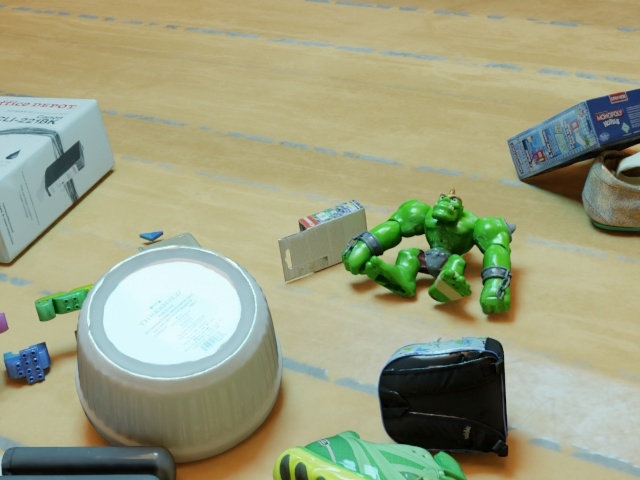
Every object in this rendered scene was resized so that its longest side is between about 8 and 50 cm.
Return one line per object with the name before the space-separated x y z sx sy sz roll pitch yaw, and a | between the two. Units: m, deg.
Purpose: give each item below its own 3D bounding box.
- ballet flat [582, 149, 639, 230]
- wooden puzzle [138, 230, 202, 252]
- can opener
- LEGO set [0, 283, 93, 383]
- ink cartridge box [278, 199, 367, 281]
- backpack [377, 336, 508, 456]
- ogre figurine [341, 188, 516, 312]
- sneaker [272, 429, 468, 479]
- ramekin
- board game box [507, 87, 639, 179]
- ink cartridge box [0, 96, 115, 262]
ballet flat | 0.459 -0.060 1.268 0.316 0.106 0.107 1 32 15
wooden puzzle | -0.183 0.017 1.390 0.078 0.014 0.116 -12 31 -15
can opener | -0.278 0.204 1.016 0.283 0.095 0.076 -3 32 10
LEGO set | -0.268 0.101 1.193 0.227 0.087 0.093 -16 17 -13
ink cartridge box | 0.000 0.000 1.321 0.115 0.063 0.029 -20 34 -19
backpack | 0.113 0.141 1.025 0.114 0.105 0.084 -3 9 10
ogre figurine | 0.132 0.010 1.252 0.197 0.097 0.118 -1 46 41
sneaker | 0.098 0.221 0.878 0.295 0.109 0.123 24 36 33
ramekin | -0.140 0.099 1.087 0.207 0.109 0.207 1 48 -1
board game box | 0.338 -0.135 1.397 0.194 0.060 0.194 -15 -3 -33
ink cartridge box | -0.442 -0.093 1.536 0.197 0.114 0.273 5 32 22
